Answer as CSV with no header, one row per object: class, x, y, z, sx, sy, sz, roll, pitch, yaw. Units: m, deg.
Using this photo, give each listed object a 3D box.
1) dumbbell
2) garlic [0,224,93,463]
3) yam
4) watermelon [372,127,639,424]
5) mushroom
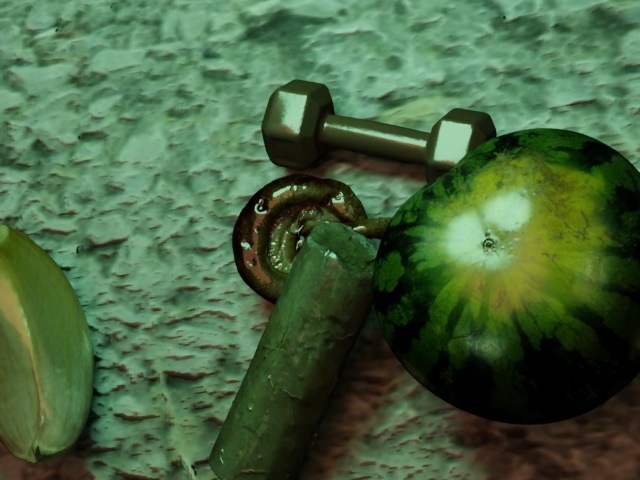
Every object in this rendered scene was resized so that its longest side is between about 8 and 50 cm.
dumbbell,0.056,-0.099,1.542,0.231,0.092,0.082,11,50,20
garlic,-0.300,0.110,1.558,0.145,0.164,0.245,-20,76,-6
yam,-0.019,0.112,1.473,0.093,0.093,0.259,29,104,22
watermelon,0.182,0.033,1.381,0.269,0.269,0.269,-4,75,16
mushroom,0.001,0.000,1.537,0.171,0.080,0.135,-5,89,11
